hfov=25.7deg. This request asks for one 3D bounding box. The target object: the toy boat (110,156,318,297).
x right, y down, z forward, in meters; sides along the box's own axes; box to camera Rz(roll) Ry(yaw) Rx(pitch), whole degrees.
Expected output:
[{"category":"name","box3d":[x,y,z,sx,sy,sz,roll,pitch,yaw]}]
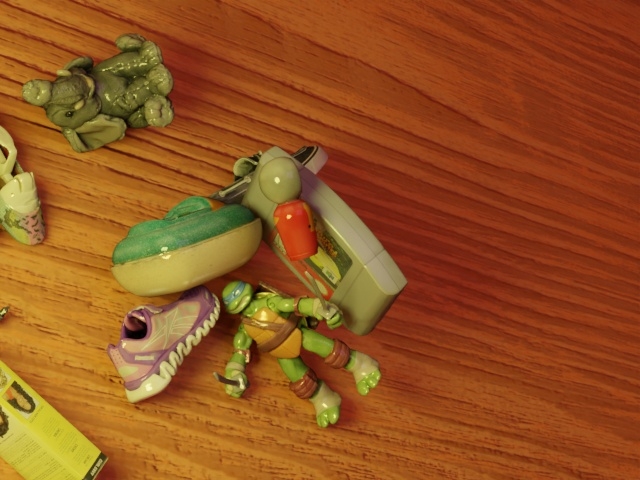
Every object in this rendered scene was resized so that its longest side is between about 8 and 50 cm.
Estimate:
[{"category":"toy boat","box3d":[-0.145,-0.023,2.070,0.267,0.318,0.148,-25,99,-57]}]

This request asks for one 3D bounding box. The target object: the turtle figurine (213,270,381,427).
[{"category":"turtle figurine","box3d":[-0.041,0.182,2.130,0.266,0.275,0.197,39,76,-23]}]

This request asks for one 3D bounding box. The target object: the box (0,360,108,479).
[{"category":"box","box3d":[-0.394,0.241,1.830,0.232,0.087,0.058,43,39,-11]}]

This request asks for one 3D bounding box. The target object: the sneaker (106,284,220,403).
[{"category":"sneaker","box3d":[-0.233,0.127,2.046,0.104,0.095,0.236,52,40,-15]}]

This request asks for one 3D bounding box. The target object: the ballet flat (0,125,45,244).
[{"category":"ballet flat","box3d":[-0.454,-0.099,2.012,0.077,0.079,0.221,-24,81,-50]}]

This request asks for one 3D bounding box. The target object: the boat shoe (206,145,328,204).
[{"category":"boat shoe","box3d":[-0.098,-0.102,2.344,0.102,0.108,0.301,53,47,-4]}]

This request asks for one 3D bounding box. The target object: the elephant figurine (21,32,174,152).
[{"category":"elephant figurine","box3d":[-0.357,-0.220,2.145,0.239,0.186,0.169,-21,40,-23]}]

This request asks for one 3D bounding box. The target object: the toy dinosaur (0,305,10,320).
[{"category":"toy dinosaur","box3d":[-0.486,0.089,1.870,0.118,0.064,0.268,36,45,-11]}]

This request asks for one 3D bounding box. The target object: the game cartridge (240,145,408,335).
[{"category":"game cartridge","box3d":[0.000,0.000,2.135,0.294,0.196,0.060,46,58,10]}]
